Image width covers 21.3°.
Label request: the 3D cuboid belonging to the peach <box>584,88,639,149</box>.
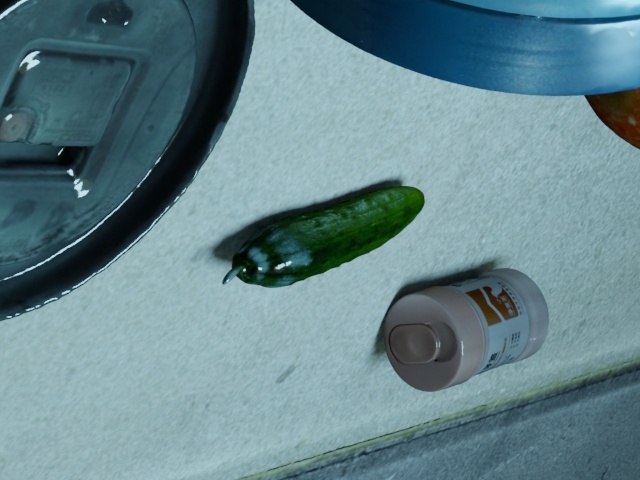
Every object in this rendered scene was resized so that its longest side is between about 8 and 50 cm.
[{"bbox_3d":[0.306,-0.188,1.457,0.256,0.232,0.232,10,126,-13],"label":"peach"}]

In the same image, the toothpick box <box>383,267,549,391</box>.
[{"bbox_3d":[0.145,0.087,1.684,0.149,0.098,0.098,-14,136,-48],"label":"toothpick box"}]

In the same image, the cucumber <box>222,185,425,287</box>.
[{"bbox_3d":[0.000,0.000,1.430,0.250,0.056,0.056,-19,140,-44],"label":"cucumber"}]

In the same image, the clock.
[{"bbox_3d":[-0.179,-0.089,1.061,0.319,0.066,0.319,-34,148,-24],"label":"clock"}]

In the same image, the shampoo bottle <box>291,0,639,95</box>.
[{"bbox_3d":[0.132,-0.313,0.941,0.331,0.331,0.343,-29,145,-32],"label":"shampoo bottle"}]
